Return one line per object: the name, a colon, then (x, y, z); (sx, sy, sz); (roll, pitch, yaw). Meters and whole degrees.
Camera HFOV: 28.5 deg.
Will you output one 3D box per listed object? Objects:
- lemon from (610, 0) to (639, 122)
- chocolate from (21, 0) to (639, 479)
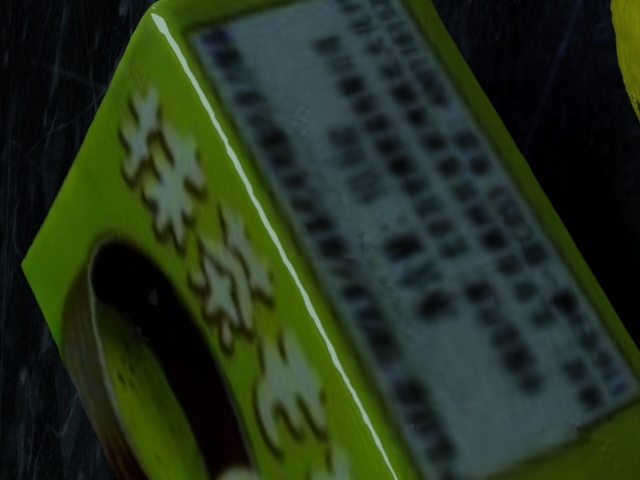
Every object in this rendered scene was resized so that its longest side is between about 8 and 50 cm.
lemon: (0.163, -0.078, 0.314); (0.180, 0.180, 0.193); (-7, 58, 65)
chocolate: (-0.014, 0.050, 0.621); (0.301, 0.137, 0.289); (61, 143, 16)
